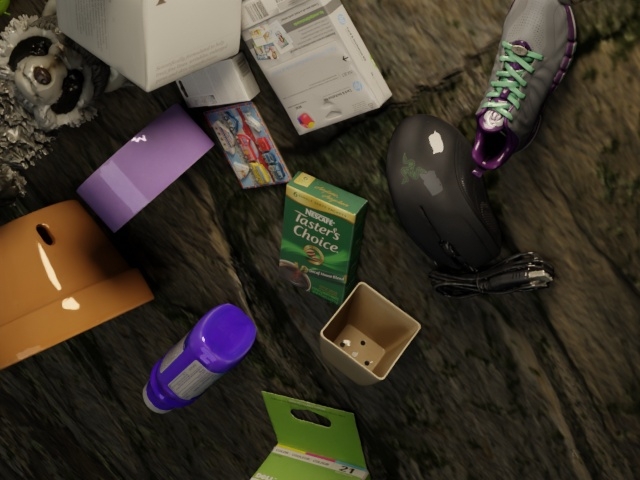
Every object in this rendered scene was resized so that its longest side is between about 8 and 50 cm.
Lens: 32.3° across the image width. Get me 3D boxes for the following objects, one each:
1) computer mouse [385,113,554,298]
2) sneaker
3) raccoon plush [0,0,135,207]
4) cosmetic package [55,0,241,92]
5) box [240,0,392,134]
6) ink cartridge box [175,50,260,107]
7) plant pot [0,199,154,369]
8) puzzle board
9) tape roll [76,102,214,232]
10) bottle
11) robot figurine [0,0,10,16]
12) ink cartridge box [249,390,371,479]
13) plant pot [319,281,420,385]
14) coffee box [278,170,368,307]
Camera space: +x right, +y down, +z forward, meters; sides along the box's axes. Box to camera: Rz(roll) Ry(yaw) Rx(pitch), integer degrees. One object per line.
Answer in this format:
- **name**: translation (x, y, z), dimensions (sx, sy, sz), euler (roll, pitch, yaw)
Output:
- **computer mouse**: translation (0.162, -0.028, 1.385), dimensions (0.189, 0.072, 0.272), euler (-8, 119, 41)
- **sneaker**: translation (0.217, -0.169, 1.208), dimensions (0.083, 0.098, 0.223), euler (24, 135, 19)
- **raccoon plush**: translation (-0.466, -0.244, 1.648), dimensions (0.216, 0.299, 0.446), euler (53, 171, -34)
- **cosmetic package**: translation (-0.210, -0.305, 1.345), dimensions (0.184, 0.151, 0.151), euler (37, 140, 29)
- **box**: translation (-0.015, -0.233, 1.371), dimensions (0.145, 0.038, 0.186), euler (-14, 113, 44)
- **ink cartridge box**: translation (-0.142, -0.215, 1.487), dimensions (0.115, 0.029, 0.062), euler (-1, 123, 38)
- **plant pot**: translation (-0.441, 0.065, 1.775), dimensions (0.291, 0.291, 0.203), euler (-24, 92, 45)
- **puzzle board**: translation (-0.102, -0.130, 1.541), dimensions (0.096, 0.011, 0.128), euler (-7, 119, 40)
- **tape roll**: translation (-0.242, -0.101, 1.536), dimensions (0.080, 0.189, 0.189), euler (49, 137, -7)
- **bottle**: translation (-0.210, 0.206, 1.818), dimensions (0.092, 0.118, 0.283), euler (44, 137, -3)
- **robot figurine**: translation (-0.493, -0.366, 1.591), dimensions (0.101, 0.067, 0.115), euler (-16, 114, 31)
- **ink cartridge box**: translation (-0.021, 0.390, 1.848), dimensions (0.189, 0.097, 0.255), euler (9, 130, 31)
- **plant pot**: translation (0.061, 0.146, 1.587), dimensions (0.109, 0.109, 0.096), euler (36, 151, 6)
- **coffee box**: translation (0.000, 0.000, 1.550), dimensions (0.113, 0.040, 0.184), euler (26, 136, 17)
